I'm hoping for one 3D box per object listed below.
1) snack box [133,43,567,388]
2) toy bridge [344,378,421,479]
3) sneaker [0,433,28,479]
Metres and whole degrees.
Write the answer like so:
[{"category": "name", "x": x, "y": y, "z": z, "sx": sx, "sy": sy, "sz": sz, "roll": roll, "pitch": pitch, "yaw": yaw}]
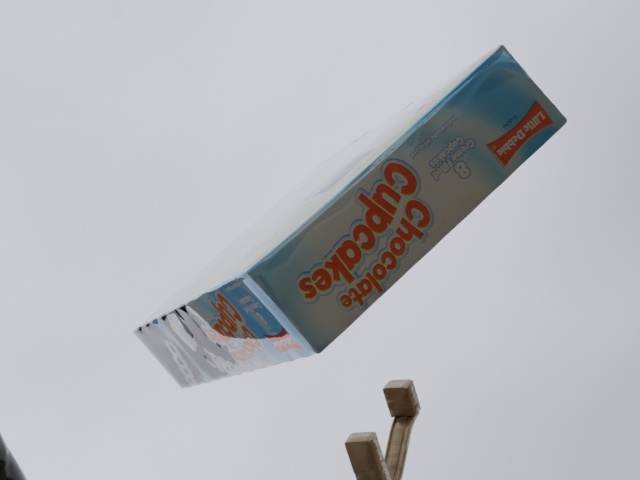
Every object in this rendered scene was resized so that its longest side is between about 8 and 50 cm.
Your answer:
[{"category": "snack box", "x": 0.000, "y": 0.000, "z": 0.858, "sx": 0.187, "sy": 0.322, "sz": 0.060, "roll": -42, "pitch": -85, "yaw": -18}, {"category": "toy bridge", "x": 0.041, "y": 0.186, "z": 1.163, "sx": 0.026, "sy": 0.188, "sz": 0.063, "roll": -7, "pitch": -68, "yaw": 27}, {"category": "sneaker", "x": -0.302, "y": 0.159, "z": 1.142, "sx": 0.109, "sy": 0.286, "sz": 0.130, "roll": -27, "pitch": -35, "yaw": -14}]
